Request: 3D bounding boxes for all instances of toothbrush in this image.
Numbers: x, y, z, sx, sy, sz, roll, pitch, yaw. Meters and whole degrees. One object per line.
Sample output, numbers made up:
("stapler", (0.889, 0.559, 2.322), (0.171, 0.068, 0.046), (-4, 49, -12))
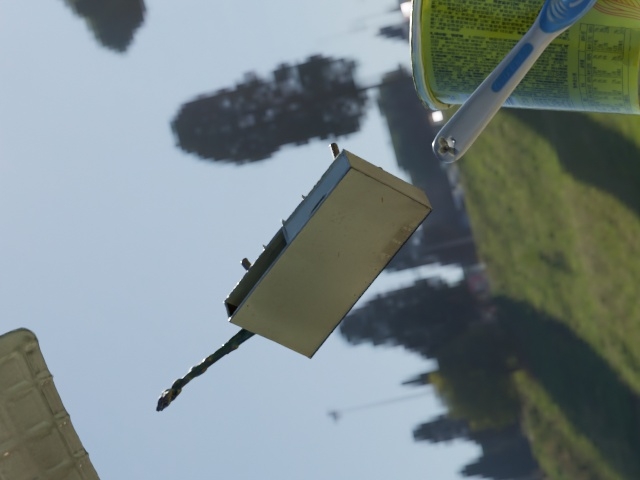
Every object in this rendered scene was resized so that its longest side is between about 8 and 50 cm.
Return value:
("toothbrush", (0.215, -0.206, 1.380), (0.040, 0.386, 0.040), (26, -145, -20))

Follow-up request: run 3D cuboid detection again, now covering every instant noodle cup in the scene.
("instant noodle cup", (0.245, -0.261, 1.617), (0.311, 0.222, 0.311), (13, -90, -72))

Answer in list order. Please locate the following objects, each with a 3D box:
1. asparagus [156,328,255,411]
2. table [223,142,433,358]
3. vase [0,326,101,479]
("asparagus", (-0.138, 0.153, 2.059), (0.023, 0.233, 0.022), (37, -155, -30))
("table", (0.000, 0.000, 1.846), (0.122, 0.240, 0.111), (27, -156, -29))
("vase", (-0.175, 0.212, 1.074), (0.298, 0.143, 0.143), (60, -170, 2))
